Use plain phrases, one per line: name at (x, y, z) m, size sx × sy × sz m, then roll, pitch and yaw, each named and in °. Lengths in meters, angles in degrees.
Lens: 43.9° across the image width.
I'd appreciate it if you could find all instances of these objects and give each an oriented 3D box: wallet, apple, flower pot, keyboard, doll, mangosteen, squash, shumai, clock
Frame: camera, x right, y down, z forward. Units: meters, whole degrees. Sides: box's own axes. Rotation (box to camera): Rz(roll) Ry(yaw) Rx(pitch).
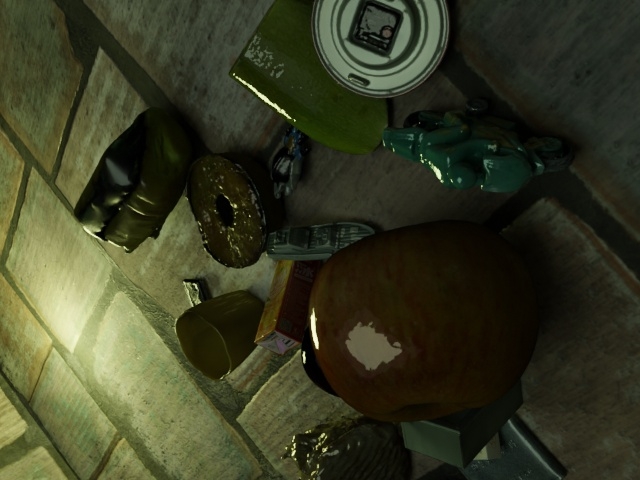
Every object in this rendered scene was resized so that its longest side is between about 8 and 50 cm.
wallet at (0.377, 0.459, 1.626) m, size 0.167 × 0.036 × 0.222 m, roll 50°, pitch 137°, yaw 11°
apple at (0.177, 0.145, 1.366) m, size 0.400 × 0.400 × 0.334 m, roll -17°, pitch 84°, yaw 48°
flower pot at (-0.231, 0.218, 1.962) m, size 0.195 × 0.179 × 0.195 m, roll 23°, pitch 128°, yaw 32°
keyboard at (-0.308, 0.209, 2.148) m, size 0.093 × 0.025 × 0.230 m, roll 1°, pitch 114°, yaw 45°
doll at (-0.066, -0.166, 1.660) m, size 0.096 × 0.070 × 0.195 m, roll 50°, pitch 133°, yaw 32°
mangosteen at (0.059, 0.234, 1.696) m, size 0.211 × 0.211 × 0.250 m, roll 56°, pitch 168°, yaw 3°
squash at (0.007, -0.312, 1.508) m, size 0.308 × 0.210 × 0.233 m, roll 32°, pitch 138°, yaw -13°
shumai at (0.057, 0.513, 1.894) m, size 0.314 × 0.267 × 0.262 m, roll -65°, pitch 29°, yaw 14°
clock at (0.100, -0.360, 1.333) m, size 0.244 × 0.056 × 0.245 m, roll 6°, pitch 108°, yaw 19°

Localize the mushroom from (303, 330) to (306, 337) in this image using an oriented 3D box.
mushroom at (-0.063, 0.219, 1.884) m, size 0.129 × 0.072 × 0.088 m, roll 26°, pitch 99°, yaw 28°

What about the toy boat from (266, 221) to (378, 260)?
toy boat at (0.000, 0.000, 1.653) m, size 0.260 × 0.085 × 0.078 m, roll -5°, pitch 66°, yaw 28°

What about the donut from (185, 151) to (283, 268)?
donut at (-0.189, -0.079, 1.810) m, size 0.272 × 0.107 × 0.272 m, roll 18°, pitch 120°, yaw 35°

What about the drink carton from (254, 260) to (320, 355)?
drink carton at (-0.069, 0.127, 1.724) m, size 0.071 × 0.223 × 0.096 m, roll 28°, pitch 142°, yaw -19°

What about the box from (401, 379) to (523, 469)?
box at (0.269, 0.316, 1.502) m, size 0.129 × 0.225 × 0.086 m, roll 10°, pitch 120°, yaw 40°

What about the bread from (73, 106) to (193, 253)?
bread at (-0.440, -0.136, 1.915) m, size 0.208 × 0.251 × 0.376 m, roll 32°, pitch 139°, yaw -8°

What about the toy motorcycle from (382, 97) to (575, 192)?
toy motorcycle at (0.241, -0.141, 1.282) m, size 0.296 × 0.198 × 0.109 m, roll 24°, pitch 133°, yaw 34°

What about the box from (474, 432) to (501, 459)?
box at (0.297, 0.397, 1.621) m, size 0.152 × 0.048 × 0.100 m, roll -24°, pitch 65°, yaw 53°
